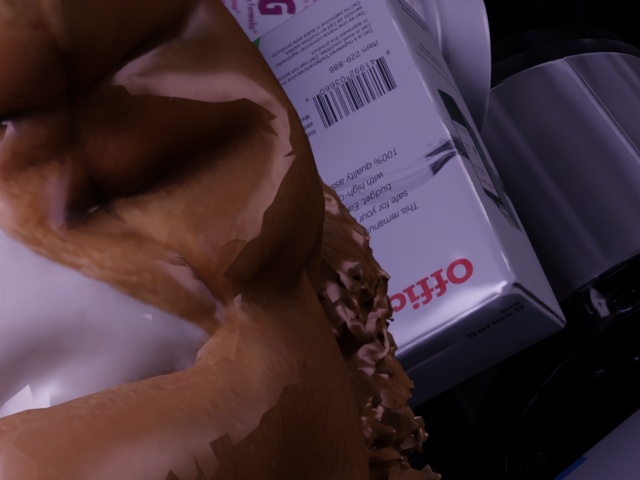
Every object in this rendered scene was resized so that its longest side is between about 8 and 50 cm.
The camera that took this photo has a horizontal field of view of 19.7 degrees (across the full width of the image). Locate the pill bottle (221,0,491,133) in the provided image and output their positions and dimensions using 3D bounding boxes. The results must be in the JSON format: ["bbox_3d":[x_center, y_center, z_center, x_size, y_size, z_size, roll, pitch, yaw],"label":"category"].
[{"bbox_3d":[-0.004,-0.152,1.597,0.160,0.283,0.160,178,-90,-82],"label":"pill bottle"}]

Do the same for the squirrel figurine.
[{"bbox_3d":[-0.038,0.122,0.707,0.370,0.281,0.397,58,16,15],"label":"squirrel figurine"}]

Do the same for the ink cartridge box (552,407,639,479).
[{"bbox_3d":[0.325,0.293,1.652,0.232,0.171,0.168,37,16,-43],"label":"ink cartridge box"}]

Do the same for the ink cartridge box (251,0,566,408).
[{"bbox_3d":[0.024,-0.020,1.384,0.121,0.211,0.289,33,31,-58],"label":"ink cartridge box"}]

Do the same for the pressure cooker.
[{"bbox_3d":[0.239,0.000,1.774,0.370,0.375,0.420,42,14,-52],"label":"pressure cooker"}]
